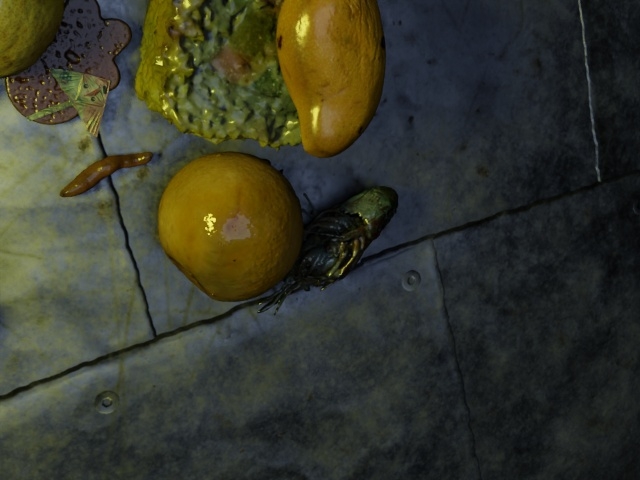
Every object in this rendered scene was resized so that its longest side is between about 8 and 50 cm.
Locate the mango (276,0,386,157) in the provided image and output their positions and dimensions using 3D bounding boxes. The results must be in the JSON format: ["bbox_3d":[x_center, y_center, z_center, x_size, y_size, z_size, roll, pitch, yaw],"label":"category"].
[{"bbox_3d":[0.016,-0.282,1.096,0.177,0.120,0.295,-10,113,-27],"label":"mango"}]

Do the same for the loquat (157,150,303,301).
[{"bbox_3d":[-0.157,-0.036,1.262,0.274,0.275,0.275,-5,104,-22],"label":"loquat"}]

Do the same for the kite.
[{"bbox_3d":[-0.426,-0.234,1.203,0.152,0.005,0.137,-34,114,-9],"label":"kite"}]

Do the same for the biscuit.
[{"bbox_3d":[-0.435,-0.307,1.200,0.180,0.039,0.236,40,86,-27],"label":"biscuit"}]

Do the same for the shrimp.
[{"bbox_3d":[0.002,-0.001,1.415,0.372,0.137,0.172,-36,77,-20],"label":"shrimp"}]

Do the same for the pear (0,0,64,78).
[{"bbox_3d":[-0.517,-0.360,1.058,0.211,0.188,0.228,-45,88,-6],"label":"pear"}]

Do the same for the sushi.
[{"bbox_3d":[-0.117,-0.361,1.214,0.351,0.240,0.397,8,101,-25],"label":"sushi"}]

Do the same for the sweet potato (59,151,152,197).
[{"bbox_3d":[-0.388,-0.126,1.260,0.179,0.044,0.044,-31,112,-20],"label":"sweet potato"}]
